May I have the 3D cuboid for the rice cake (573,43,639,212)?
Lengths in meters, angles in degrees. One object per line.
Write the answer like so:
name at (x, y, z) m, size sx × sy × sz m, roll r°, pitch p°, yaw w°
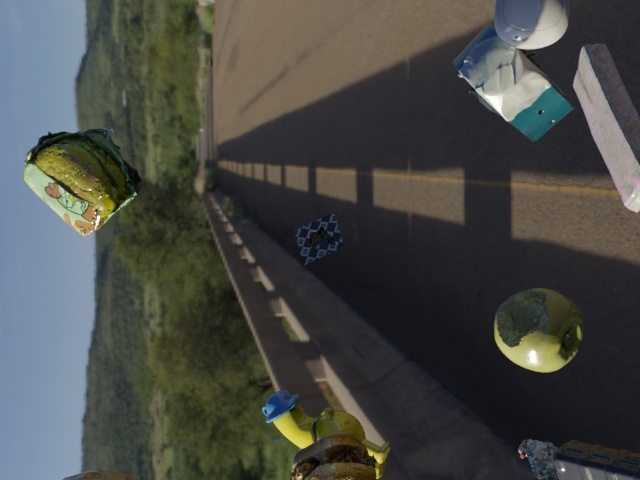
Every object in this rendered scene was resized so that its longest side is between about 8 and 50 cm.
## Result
rice cake at (0.516, -0.198, 1.192) m, size 0.106 × 0.050 × 0.297 m, roll 83°, pitch 176°, yaw -63°

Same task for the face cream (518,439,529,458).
face cream at (0.589, 0.600, 1.964) m, size 0.083 × 0.040 × 0.021 m, roll -21°, pitch -58°, yaw -56°

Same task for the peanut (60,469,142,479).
peanut at (-0.271, 0.413, 0.985) m, size 0.149 × 0.313 × 0.149 m, roll -51°, pitch 26°, yaw 36°

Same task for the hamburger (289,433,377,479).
hamburger at (0.023, 0.516, 1.497) m, size 0.181 × 0.191 × 0.118 m, roll -60°, pitch 27°, yaw 26°

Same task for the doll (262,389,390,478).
doll at (0.001, 0.511, 1.792) m, size 0.145 × 0.363 × 0.199 m, roll -33°, pitch -43°, yaw -55°

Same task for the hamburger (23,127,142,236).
hamburger at (-0.474, -0.133, 1.373) m, size 0.235 × 0.214 × 0.125 m, roll -30°, pitch 25°, yaw 33°

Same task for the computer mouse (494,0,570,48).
computer mouse at (0.485, -0.591, 1.579) m, size 0.121 × 0.184 × 0.296 m, roll 31°, pitch -115°, yaw -73°

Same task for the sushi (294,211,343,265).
sushi at (0.000, 0.000, 1.814) m, size 0.026 × 0.126 × 0.120 m, roll 44°, pitch -155°, yaw -51°

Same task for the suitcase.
suitcase at (0.525, 0.489, 1.163) m, size 0.206 × 0.066 × 0.285 m, roll -10°, pitch 102°, yaw 59°

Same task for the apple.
apple at (0.701, 0.283, 2.194) m, size 0.279 × 0.279 × 0.279 m, roll 179°, pitch 90°, yaw -77°

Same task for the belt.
belt at (0.526, -0.422, 1.847) m, size 0.173 × 0.437 × 0.300 m, roll -47°, pitch 70°, yaw 25°

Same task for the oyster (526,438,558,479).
oyster at (0.475, 0.459, 1.441) m, size 0.100 × 0.037 × 0.098 m, roll -32°, pitch 33°, yaw 47°
